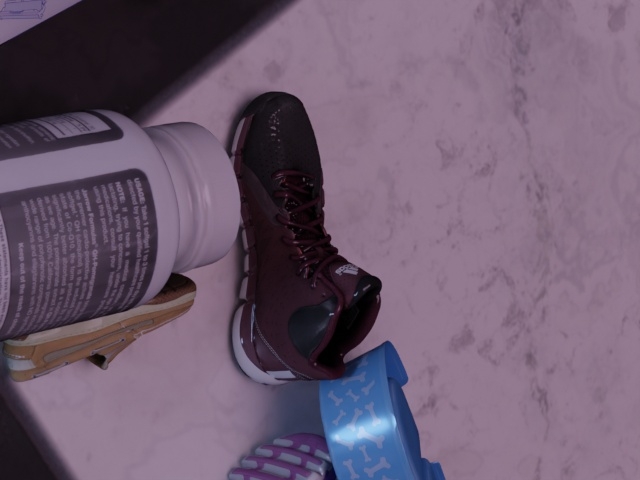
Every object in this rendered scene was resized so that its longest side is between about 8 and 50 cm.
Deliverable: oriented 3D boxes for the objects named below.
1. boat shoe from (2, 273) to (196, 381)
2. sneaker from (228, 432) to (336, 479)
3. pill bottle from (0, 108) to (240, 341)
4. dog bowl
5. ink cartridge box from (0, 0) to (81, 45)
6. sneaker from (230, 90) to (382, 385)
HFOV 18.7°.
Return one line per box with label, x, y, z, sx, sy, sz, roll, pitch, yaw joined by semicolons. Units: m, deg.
boat shoe;-0.196;0.080;1.730;0.190;0.068;0.072;-14;113;-28
sneaker;-0.056;0.290;1.832;0.236;0.095;0.104;-52;128;-20
pill bottle;-0.230;-0.014;1.619;0.319;0.176;0.176;-13;100;-38
dog bowl;0.071;0.235;1.875;0.166;0.074;0.297;-92;165;-56
ink cartridge box;-0.299;-0.177;1.607;0.207;0.097;0.046;-35;113;-33
sneaker;0.000;0.000;1.814;0.106;0.162;0.281;-4;94;-39
